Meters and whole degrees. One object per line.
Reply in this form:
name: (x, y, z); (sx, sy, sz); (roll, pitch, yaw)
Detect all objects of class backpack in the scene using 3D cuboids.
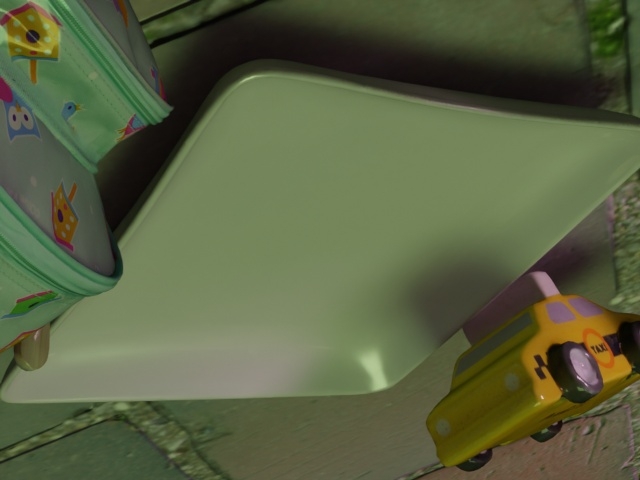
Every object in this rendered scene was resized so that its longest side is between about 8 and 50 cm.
backpack: (-0.130, -0.054, 0.446); (0.144, 0.188, 0.166); (-24, 151, 6)

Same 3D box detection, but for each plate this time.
plate: (0.000, 0.000, 0.775); (0.277, 0.045, 0.278); (3, 144, -38)

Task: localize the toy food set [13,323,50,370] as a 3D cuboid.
toy food set: (-0.209, 0.002, 0.576); (0.071, 0.128, 0.218); (-17, 165, 40)

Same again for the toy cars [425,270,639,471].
toy cars: (0.221, 0.027, 0.908); (0.393, 0.087, 0.176); (-25, 165, -15)
